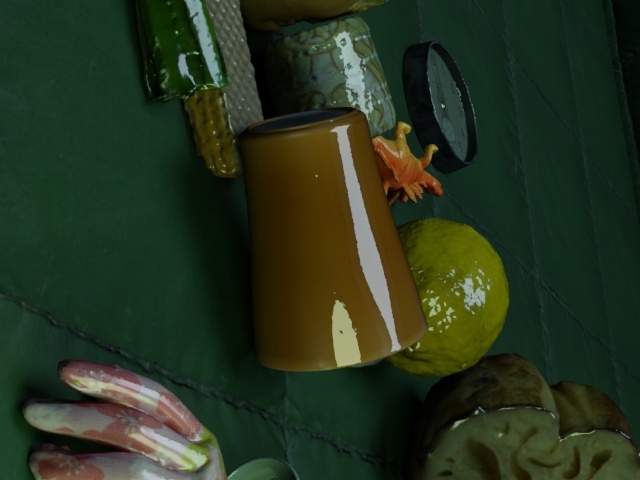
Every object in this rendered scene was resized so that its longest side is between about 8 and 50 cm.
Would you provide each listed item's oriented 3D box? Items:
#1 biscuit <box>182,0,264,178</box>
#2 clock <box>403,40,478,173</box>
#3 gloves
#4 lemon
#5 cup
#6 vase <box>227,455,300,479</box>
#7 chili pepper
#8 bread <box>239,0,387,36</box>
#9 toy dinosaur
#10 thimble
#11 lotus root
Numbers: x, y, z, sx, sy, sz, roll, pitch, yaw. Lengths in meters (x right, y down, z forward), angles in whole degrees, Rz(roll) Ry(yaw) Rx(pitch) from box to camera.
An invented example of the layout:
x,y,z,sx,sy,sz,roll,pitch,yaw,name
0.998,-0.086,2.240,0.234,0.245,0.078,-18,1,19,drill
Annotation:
x,y,z,sx,sy,sz,roll,pitch,yaw,name
-0.126,-0.250,1.371,0.094,0.054,0.379,0,76,-65,biscuit
0.195,-0.216,2.056,0.215,0.042,0.215,42,40,-50,clock
-0.135,0.189,1.031,0.145,0.126,0.241,-62,140,-50,gloves
0.137,0.068,1.589,0.192,0.192,0.231,66,30,-20,lemon
0.000,0.000,1.332,0.226,0.182,0.264,-134,-146,-75,cup
-0.016,0.306,1.252,0.219,0.096,0.096,55,31,-43,vase
-0.168,-0.315,1.290,0.076,0.084,0.359,112,-34,-83,chili pepper
-0.043,-0.307,1.498,0.133,0.251,0.174,-66,168,21,bread
0.095,-0.106,1.754,0.288,0.070,0.117,33,48,-50,toy dinosaur
0.010,-0.183,1.533,0.190,0.137,0.144,-66,138,-80,thimble
0.257,0.263,1.633,0.250,0.316,0.316,-85,151,-60,lotus root
